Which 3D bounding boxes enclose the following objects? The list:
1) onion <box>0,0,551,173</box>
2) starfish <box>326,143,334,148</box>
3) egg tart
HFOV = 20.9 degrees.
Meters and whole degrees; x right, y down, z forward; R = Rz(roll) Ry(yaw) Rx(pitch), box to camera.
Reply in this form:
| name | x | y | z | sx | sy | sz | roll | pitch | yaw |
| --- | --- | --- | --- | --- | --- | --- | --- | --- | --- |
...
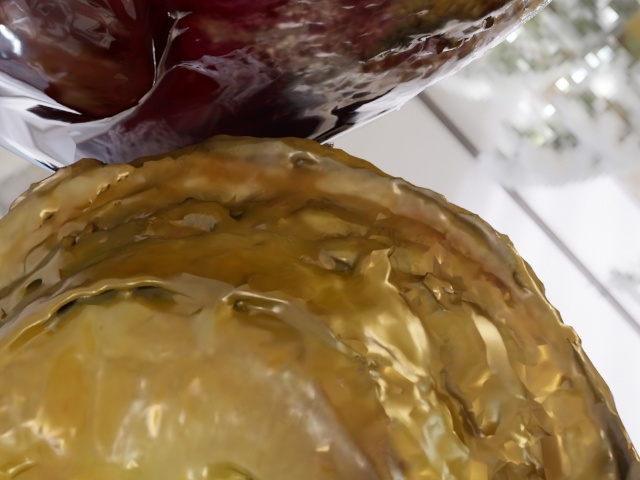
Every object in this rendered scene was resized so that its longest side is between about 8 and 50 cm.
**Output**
| name | x | y | z | sx | sy | sz | roll | pitch | yaw |
| --- | --- | --- | --- | --- | --- | --- | --- | --- | --- |
| onion | -0.075 | -0.240 | 0.794 | 0.398 | 0.420 | 0.398 | -33 | 167 | -8 |
| starfish | 0.000 | 0.000 | 0.998 | 0.138 | 0.247 | 0.050 | -23 | -172 | -27 |
| egg tart | -0.046 | 0.110 | 0.660 | 0.341 | 0.341 | 0.129 | -43 | 160 | 4 |
